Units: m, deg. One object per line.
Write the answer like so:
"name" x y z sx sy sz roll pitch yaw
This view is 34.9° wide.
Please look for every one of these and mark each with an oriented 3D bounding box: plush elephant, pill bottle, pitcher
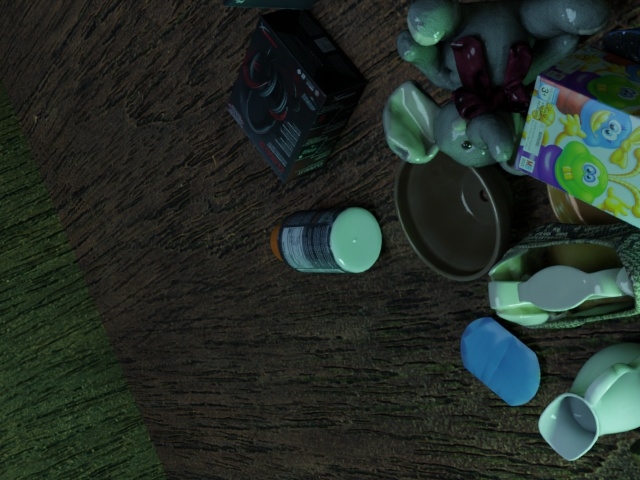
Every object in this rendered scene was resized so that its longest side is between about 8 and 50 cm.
"plush elephant" 0.236 -0.216 1.487 0.330 0.271 0.256 -144 51 -79
"pill bottle" 0.000 0.000 2.041 0.245 0.130 0.131 -1 109 54
"pitcher" 0.438 0.217 1.504 0.125 0.207 0.178 50 142 23

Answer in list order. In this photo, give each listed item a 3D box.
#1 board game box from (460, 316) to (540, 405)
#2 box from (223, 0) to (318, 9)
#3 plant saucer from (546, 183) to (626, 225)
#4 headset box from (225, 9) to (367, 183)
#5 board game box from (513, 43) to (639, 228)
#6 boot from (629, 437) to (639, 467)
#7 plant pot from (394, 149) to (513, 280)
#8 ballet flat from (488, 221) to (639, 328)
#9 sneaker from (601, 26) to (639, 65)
"board game box" 0.327 0.208 1.810 0.168 0.033 0.133 40 133 26
"box" -0.036 -0.585 1.642 0.343 0.178 0.313 -22 76 56
"plant saucer" 0.424 -0.073 1.505 0.200 0.037 0.200 30 131 42
"headset box" -0.058 -0.270 1.976 0.218 0.110 0.293 53 144 18
"board game box" 0.407 -0.116 1.265 0.275 0.144 0.142 30 132 27
"boot" 0.597 0.430 1.525 0.236 0.089 0.270 -3 108 55
"plant pot" 0.241 -0.061 1.695 0.237 0.109 0.237 31 133 40
"ballet flat" 0.349 0.055 1.464 0.483 0.182 0.164 159 94 -70
"sneaker" 0.462 -0.244 1.305 0.221 0.087 0.083 10 123 46
